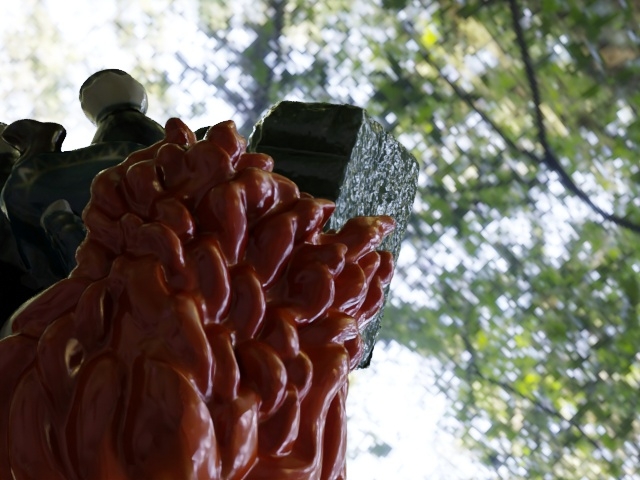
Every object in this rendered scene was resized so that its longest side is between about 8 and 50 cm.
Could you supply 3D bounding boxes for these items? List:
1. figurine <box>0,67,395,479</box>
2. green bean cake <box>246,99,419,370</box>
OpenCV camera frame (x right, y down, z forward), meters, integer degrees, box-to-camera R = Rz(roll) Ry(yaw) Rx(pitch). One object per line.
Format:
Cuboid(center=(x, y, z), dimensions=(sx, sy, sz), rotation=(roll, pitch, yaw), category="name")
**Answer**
Cuboid(center=(-0.133, 0.047, 0.918), dimensions=(0.306, 0.241, 0.412), rotation=(-30, -139, -28), category="figurine")
Cuboid(center=(0.000, 0.000, 1.162), dimensions=(0.094, 0.183, 0.185), rotation=(8, -99, 20), category="green bean cake")
